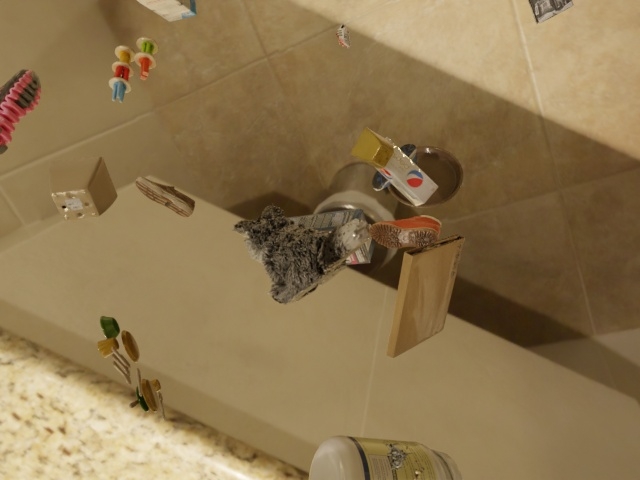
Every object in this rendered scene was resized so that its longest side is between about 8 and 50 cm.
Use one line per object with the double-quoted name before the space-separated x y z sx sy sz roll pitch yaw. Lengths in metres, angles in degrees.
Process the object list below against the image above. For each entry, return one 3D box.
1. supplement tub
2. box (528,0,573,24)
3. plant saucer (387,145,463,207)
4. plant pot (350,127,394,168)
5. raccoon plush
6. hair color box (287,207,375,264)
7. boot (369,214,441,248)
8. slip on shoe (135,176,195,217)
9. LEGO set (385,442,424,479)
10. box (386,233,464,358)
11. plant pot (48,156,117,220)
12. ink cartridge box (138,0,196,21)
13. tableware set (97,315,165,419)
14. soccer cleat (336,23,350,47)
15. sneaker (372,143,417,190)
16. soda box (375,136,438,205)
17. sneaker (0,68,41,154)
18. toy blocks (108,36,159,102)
"supplement tub" 0.158 0.605 1.156 0.325 0.235 0.235 14 123 -21
"box" 0.452 -0.648 1.038 0.077 0.307 0.242 -21 125 33
"plant saucer" 0.382 -0.231 1.764 0.278 0.277 0.041 3 151 13
"plant pot" 0.145 -0.235 1.263 0.081 0.083 0.081 21 109 -34
"raccoon plush" -0.049 -0.032 1.324 0.446 0.216 0.299 -42 77 39
"hair color box" 0.000 0.000 1.702 0.348 0.105 0.173 -6 128 24
"boot" 0.192 -0.025 1.072 0.158 0.084 0.059 7 125 23
"slip on shoe" -0.331 -0.101 1.030 0.135 0.041 0.051 33 150 -25
"LEGO set" 0.155 0.416 0.903 0.083 0.023 0.054 17 85 22
"box" 0.188 0.098 0.858 0.021 0.165 0.201 27 120 40
"plant pot" -0.507 -0.101 1.012 0.109 0.096 0.109 -8 132 -5
"ink cartridge box" -0.462 -0.721 1.415 0.104 0.180 0.060 -3 91 19
"tableware set" -0.256 0.173 0.647 0.024 0.104 0.154 -24 133 -8
"soccer cleat" 0.063 -0.531 1.240 0.029 0.083 0.035 10 135 -27
"sneaker" 0.266 -0.240 1.659 0.211 0.080 0.081 -43 134 -11
"soda box" 0.242 -0.202 1.423 0.216 0.069 0.074 43 81 -7
"sneaker" -0.385 -0.160 0.571 0.057 0.119 0.047 21 160 4
"toy blocks" -0.456 -0.411 1.165 0.123 0.148 0.054 -10 156 21
